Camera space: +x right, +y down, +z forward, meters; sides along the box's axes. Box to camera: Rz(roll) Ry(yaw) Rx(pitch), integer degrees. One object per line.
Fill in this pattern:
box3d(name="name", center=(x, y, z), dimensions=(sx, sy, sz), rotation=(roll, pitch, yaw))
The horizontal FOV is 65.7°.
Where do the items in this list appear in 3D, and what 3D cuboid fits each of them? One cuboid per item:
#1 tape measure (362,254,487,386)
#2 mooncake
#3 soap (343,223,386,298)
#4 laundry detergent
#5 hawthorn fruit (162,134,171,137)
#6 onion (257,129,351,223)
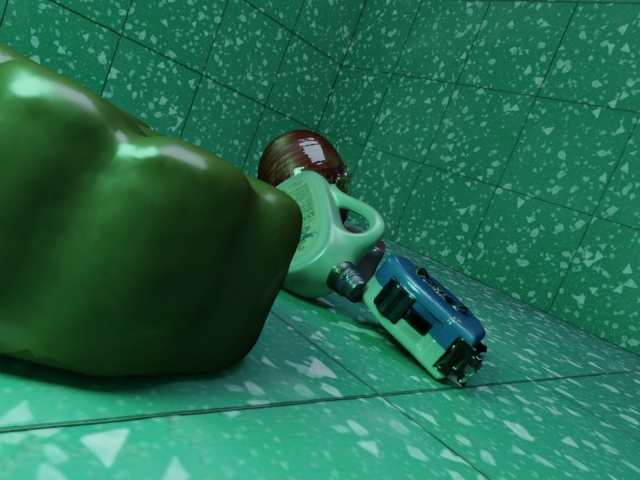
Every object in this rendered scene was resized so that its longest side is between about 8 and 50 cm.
box3d(name="tape measure", center=(0.201, 0.125, 0.859), dimensions=(0.215, 0.098, 0.351), rotation=(43, 11, 20))
box3d(name="mooncake", center=(-0.204, -0.035, 0.503), dimensions=(0.378, 0.201, 0.378), rotation=(25, 6, -3))
box3d(name="soap", center=(-0.041, -0.005, 1.119), dimensions=(0.359, 0.128, 0.233), rotation=(24, 7, 4))
box3d(name="laundry detergent", center=(0.000, 0.000, 0.873), dimensions=(0.280, 0.215, 0.105), rotation=(40, -16, 43))
box3d(name="hawthorn fruit", center=(-0.296, -0.112, 1.008), dimensions=(0.200, 0.179, 0.179), rotation=(38, 12, 19))
box3d(name="onion", center=(-0.043, -0.151, 1.486), dimensions=(0.353, 0.354, 0.353), rotation=(21, 7, -3))
